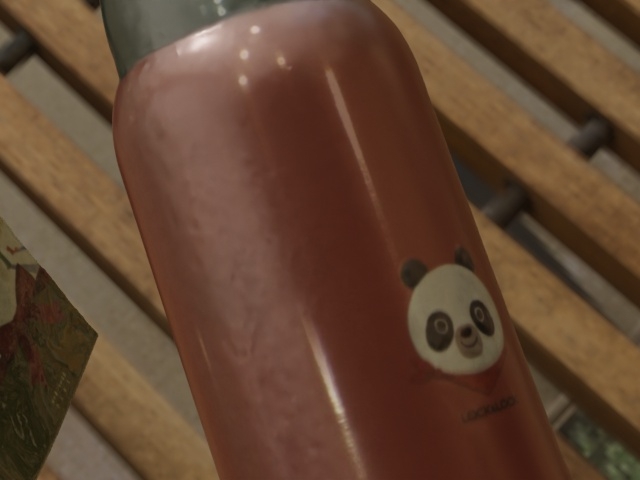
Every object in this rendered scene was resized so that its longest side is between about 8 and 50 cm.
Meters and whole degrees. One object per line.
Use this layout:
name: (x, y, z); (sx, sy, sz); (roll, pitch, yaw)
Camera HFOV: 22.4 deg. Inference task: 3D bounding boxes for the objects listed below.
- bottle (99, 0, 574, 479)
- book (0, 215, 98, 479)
bottle: (0.000, 0.000, 0.680); (0.144, 0.336, 0.144); (-18, -5, -2)
book: (-0.288, 0.048, 1.259); (0.026, 0.289, 0.201); (-18, 34, 29)
